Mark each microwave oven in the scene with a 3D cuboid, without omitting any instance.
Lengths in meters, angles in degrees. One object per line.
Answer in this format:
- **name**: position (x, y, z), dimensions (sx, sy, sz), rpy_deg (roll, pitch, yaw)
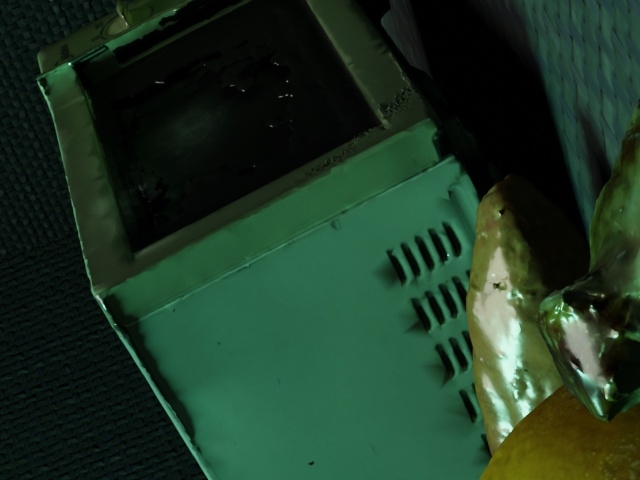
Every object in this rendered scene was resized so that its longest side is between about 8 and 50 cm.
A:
- **microwave oven**: position (0.000, 0.000, 1.138), dimensions (0.286, 0.218, 0.355), rpy_deg (60, -179, -28)

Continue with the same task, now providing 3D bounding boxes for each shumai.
- **shumai**: position (0.116, 0.015, 0.668), dimensions (0.099, 0.087, 0.124), rpy_deg (73, 176, -63)

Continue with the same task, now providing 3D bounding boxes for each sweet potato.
- **sweet potato**: position (0.122, 0.083, 0.930), dimensions (0.097, 0.097, 0.252), rpy_deg (-118, 6, -64)

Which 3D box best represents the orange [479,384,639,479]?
- **orange**: position (0.126, 0.128, 0.763), dimensions (0.159, 0.136, 0.159), rpy_deg (166, 90, -82)
